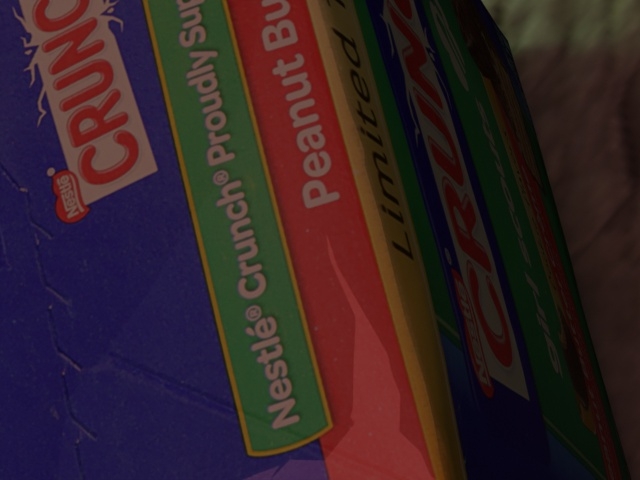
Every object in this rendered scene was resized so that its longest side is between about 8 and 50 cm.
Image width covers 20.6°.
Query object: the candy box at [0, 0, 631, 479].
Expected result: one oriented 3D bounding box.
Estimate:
[{"bbox_3d":[0.000,0.000,0.553,0.122,0.317,0.268,-19,66,15],"label":"candy box"}]
